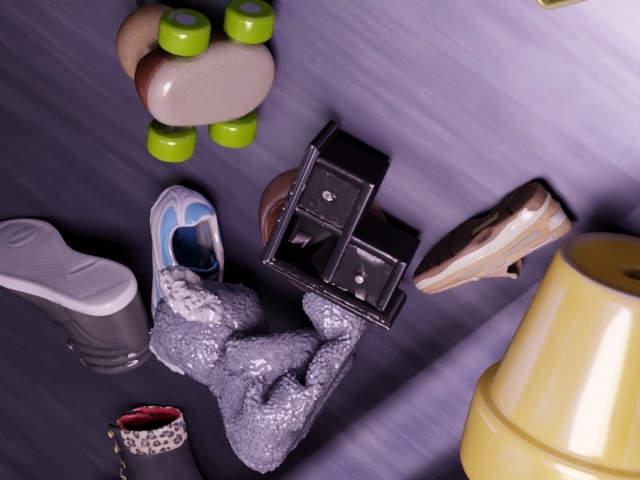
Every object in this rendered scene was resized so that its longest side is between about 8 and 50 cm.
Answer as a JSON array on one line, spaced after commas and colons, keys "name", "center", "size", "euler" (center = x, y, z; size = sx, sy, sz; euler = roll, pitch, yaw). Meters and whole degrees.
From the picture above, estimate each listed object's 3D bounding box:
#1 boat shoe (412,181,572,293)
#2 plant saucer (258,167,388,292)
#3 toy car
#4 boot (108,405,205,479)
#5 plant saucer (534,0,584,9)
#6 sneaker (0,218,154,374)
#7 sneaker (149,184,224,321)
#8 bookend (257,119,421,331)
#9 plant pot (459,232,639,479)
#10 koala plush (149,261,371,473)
[{"name": "boat shoe", "center": [0.175, 0.016, 1.637], "size": [0.072, 0.068, 0.190], "euler": [42, 134, -16]}, {"name": "plant saucer", "center": [0.000, 0.000, 1.758], "size": [0.168, 0.029, 0.168], "euler": [17, 128, 23]}, {"name": "toy car", "center": [-0.151, -0.201, 1.673], "size": [0.188, 0.149, 0.155], "euler": [45, 137, 38]}, {"name": "boot", "center": [-0.248, 0.301, 2.087], "size": [0.236, 0.085, 0.179], "euler": [-4, 117, 27]}, {"name": "plant saucer", "center": [0.243, -0.309, 1.377], "size": [0.188, 0.045, 0.188], "euler": [-10, 114, 36]}, {"name": "sneaker", "center": [-0.309, 0.074, 1.933], "size": [0.295, 0.104, 0.147], "euler": [22, 143, 40]}, {"name": "sneaker", "center": [-0.147, 0.052, 1.839], "size": [0.086, 0.085, 0.237], "euler": [42, 144, 50]}, {"name": "bookend", "center": [0.039, -0.014, 1.662], "size": [0.157, 0.072, 0.156], "euler": [28, 121, 5]}, {"name": "plant pot", "center": [0.281, 0.132, 1.546], "size": [0.254, 0.254, 0.239], "euler": [19, 113, 20]}, {"name": "koala plush", "center": [-0.091, 0.119, 1.751], "size": [0.221, 0.203, 0.196], "euler": [32, 152, 7]}]
